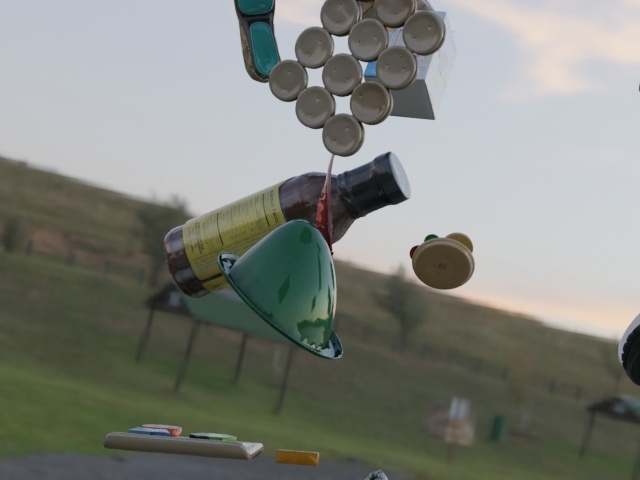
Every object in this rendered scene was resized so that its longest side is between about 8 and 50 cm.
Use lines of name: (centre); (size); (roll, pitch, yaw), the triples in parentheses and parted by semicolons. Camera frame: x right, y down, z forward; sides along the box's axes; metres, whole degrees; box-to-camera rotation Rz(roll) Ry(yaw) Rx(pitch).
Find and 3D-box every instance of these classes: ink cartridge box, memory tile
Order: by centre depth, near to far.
memory tile: (0.030, -0.155, 1.199); (0.113, 0.148, 0.012); (45, 15, 23)
ink cartridge box: (0.128, -0.254, 1.975); (0.092, 0.143, 0.090); (7, -32, 20)

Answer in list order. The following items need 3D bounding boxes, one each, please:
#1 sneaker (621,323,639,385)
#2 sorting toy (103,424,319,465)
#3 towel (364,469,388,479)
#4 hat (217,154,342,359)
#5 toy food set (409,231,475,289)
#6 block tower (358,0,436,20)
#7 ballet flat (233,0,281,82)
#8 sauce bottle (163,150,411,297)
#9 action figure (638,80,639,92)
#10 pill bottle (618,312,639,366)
sneaker: (0.517, 0.131, 1.924); (0.109, 0.130, 0.286); (-16, -27, -36)
sorting toy: (-0.151, 0.301, 2.101); (0.307, 0.041, 0.229); (4, -8, 4)
towel: (0.050, 0.586, 2.345); (0.312, 0.324, 0.056); (56, -9, -21)
hat: (0.000, 0.000, 1.599); (0.208, 0.183, 0.173); (45, 12, 26)
toy food set: (0.155, 0.027, 1.793); (0.082, 0.083, 0.020); (-3, 34, 12)
block tower: (0.041, -0.407, 2.111); (0.335, 0.091, 0.097); (32, 21, -42)
ballet flat: (-0.106, -0.346, 2.236); (0.073, 0.206, 0.067); (-1, -9, -19)
sauce bottle: (-0.043, -0.025, 1.930); (0.344, 0.111, 0.111); (-20, -16, 16)
action figure: (0.425, -0.091, 1.575); (0.137, 0.232, 0.063); (-23, -11, -34)
pill bottle: (0.613, 0.211, 2.314); (0.229, 0.131, 0.131); (34, -12, -14)
